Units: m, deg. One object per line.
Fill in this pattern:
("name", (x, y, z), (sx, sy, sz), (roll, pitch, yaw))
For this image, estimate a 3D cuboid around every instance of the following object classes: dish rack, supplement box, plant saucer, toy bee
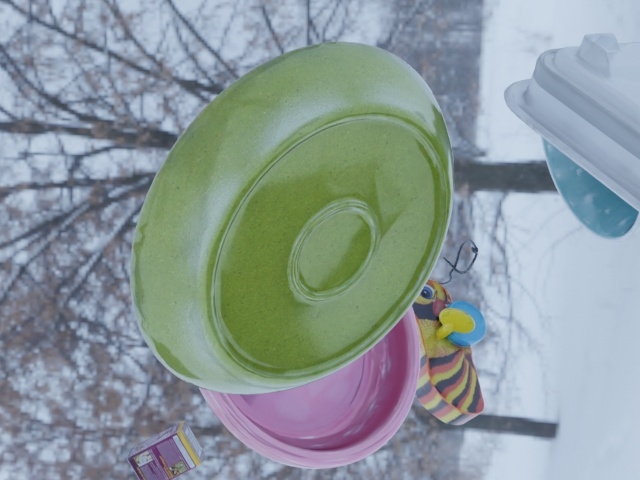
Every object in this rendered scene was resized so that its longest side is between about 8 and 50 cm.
("dish rack", (0.351, -0.099, 0.824), (0.285, 0.333, 0.072), (49, 137, 43))
("supplement box", (-0.202, 0.282, 1.321), (0.055, 0.083, 0.043), (62, -176, -10))
("plant saucer", (-0.028, 0.123, 1.274), (0.084, 0.332, 0.332), (-32, 44, 51))
("plant saucer", (0.000, 0.000, 0.619), (0.241, 0.037, 0.241), (-22, -51, -30))
("toy bee", (0.156, 0.131, 1.544), (0.298, 0.162, 0.195), (-102, 32, -50))

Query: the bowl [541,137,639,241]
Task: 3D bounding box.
("bowl", (0.501, -0.169, 1.636), (0.311, 0.163, 0.311), (162, 90, -78))
